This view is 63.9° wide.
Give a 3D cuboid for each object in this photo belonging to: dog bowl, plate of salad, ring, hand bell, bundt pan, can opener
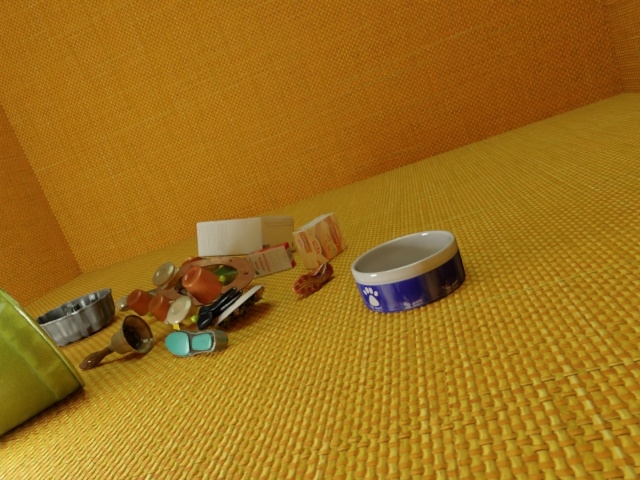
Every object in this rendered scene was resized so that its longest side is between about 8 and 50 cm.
[{"bbox_3d":[0.216,0.072,1.266,0.264,0.104,0.265,-20,12,4],"label":"dog bowl"},{"bbox_3d":[-0.232,0.198,1.526,0.200,0.048,0.200,-40,0,0],"label":"plate of salad"},{"bbox_3d":[-0.387,0.142,1.747,0.336,0.032,0.337,-7,25,3],"label":"ring"},{"bbox_3d":[-0.646,0.336,1.571,0.242,0.126,0.126,-30,9,16],"label":"hand bell"},{"bbox_3d":[-0.974,0.319,2.055,0.330,0.124,0.331,-20,11,4],"label":"bundt pan"},{"bbox_3d":[-0.306,0.203,1.568,0.186,0.059,0.073,-38,51,15],"label":"can opener"}]

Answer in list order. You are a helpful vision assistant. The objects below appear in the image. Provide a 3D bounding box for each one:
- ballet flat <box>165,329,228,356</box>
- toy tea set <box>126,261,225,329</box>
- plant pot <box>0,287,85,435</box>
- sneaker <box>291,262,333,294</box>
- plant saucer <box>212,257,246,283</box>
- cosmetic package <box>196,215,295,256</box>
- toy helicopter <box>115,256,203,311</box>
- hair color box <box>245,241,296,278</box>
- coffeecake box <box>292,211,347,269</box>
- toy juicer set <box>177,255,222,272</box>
[{"bbox_3d":[-0.331,0.276,1.384,0.213,0.072,0.068,-10,-11,38],"label":"ballet flat"},{"bbox_3d":[-0.429,0.173,1.543,0.336,0.124,0.200,3,58,40],"label":"toy tea set"},{"bbox_3d":[-0.867,0.361,1.292,0.366,0.366,0.353,-5,31,50],"label":"plant pot"},{"bbox_3d":[-0.027,0.126,1.565,0.175,0.064,0.067,-26,-8,-46],"label":"sneaker"},{"bbox_3d":[-0.345,0.125,2.071,0.188,0.045,0.188,-12,15,33],"label":"plant saucer"},{"bbox_3d":[-0.318,-0.016,2.175,0.385,0.156,0.217,-5,0,34],"label":"cosmetic package"},{"bbox_3d":[-0.585,0.196,1.909,0.355,0.140,0.235,-15,-16,-38],"label":"toy helicopter"},{"bbox_3d":[-0.187,0.074,1.927,0.167,0.093,0.053,-16,12,18],"label":"hair color box"},{"bbox_3d":[0.000,0.000,1.830,0.068,0.142,0.185,-10,16,40],"label":"coffeecake box"},{"bbox_3d":[-0.524,0.100,2.229,0.209,0.090,0.329,-16,13,20],"label":"toy juicer set"}]
